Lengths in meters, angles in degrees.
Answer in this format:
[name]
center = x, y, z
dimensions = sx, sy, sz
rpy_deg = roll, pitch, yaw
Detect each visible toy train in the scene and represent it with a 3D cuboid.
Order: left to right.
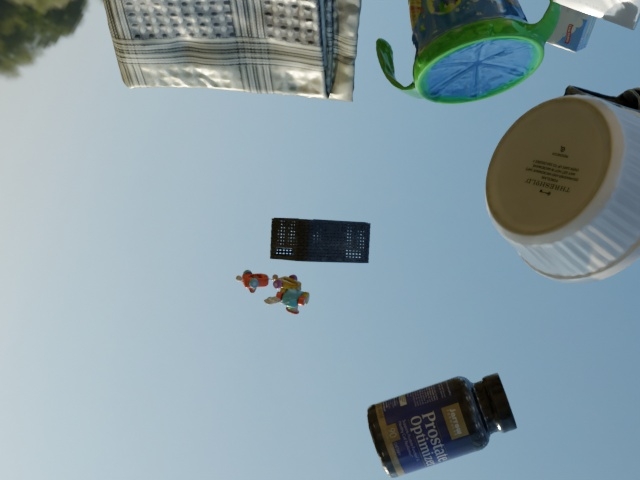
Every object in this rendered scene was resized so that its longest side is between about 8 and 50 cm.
[toy train]
center = -0.092, 0.107, 2.057
dimensions = 0.166, 0.125, 0.046
rpy_deg = -138, -131, -59

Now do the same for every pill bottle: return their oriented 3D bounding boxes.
[pill bottle]
center = 0.193, 0.288, 1.647
dimensions = 0.219, 0.123, 0.123
rpy_deg = -20, -147, 6

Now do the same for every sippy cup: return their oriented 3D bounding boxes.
[sippy cup]
center = 0.254, -0.393, 1.835
dimensions = 0.240, 0.305, 0.224
rpy_deg = 94, -16, -69

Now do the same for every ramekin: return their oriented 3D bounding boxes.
[ramekin]
center = 0.357, -0.084, 1.479
dimensions = 0.272, 0.127, 0.273
rpy_deg = -26, -128, 38

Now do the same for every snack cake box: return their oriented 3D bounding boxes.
[snack cake box]
center = 0.544, -0.493, 2.219
dimensions = 0.264, 0.089, 0.152
rpy_deg = -33, 144, -67

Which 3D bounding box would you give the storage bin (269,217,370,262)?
[storage bin]
center = 0.000, 0.000, 2.053
dimensions = 0.122, 0.180, 0.084
rpy_deg = 3, -89, 52

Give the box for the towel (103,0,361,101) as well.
[towel]
center = -0.107, -0.291, 1.246
dimensions = 0.312, 0.324, 0.056
rpy_deg = 90, 6, -47

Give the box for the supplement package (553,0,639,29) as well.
[supplement package]
center = 0.468, -0.468, 1.569
dimensions = 0.244, 0.139, 0.134
rpy_deg = -60, 164, -23

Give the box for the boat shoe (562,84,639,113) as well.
[boat shoe]
center = 0.518, -0.202, 1.698
dimensions = 0.113, 0.306, 0.105
rpy_deg = -126, -135, -62
